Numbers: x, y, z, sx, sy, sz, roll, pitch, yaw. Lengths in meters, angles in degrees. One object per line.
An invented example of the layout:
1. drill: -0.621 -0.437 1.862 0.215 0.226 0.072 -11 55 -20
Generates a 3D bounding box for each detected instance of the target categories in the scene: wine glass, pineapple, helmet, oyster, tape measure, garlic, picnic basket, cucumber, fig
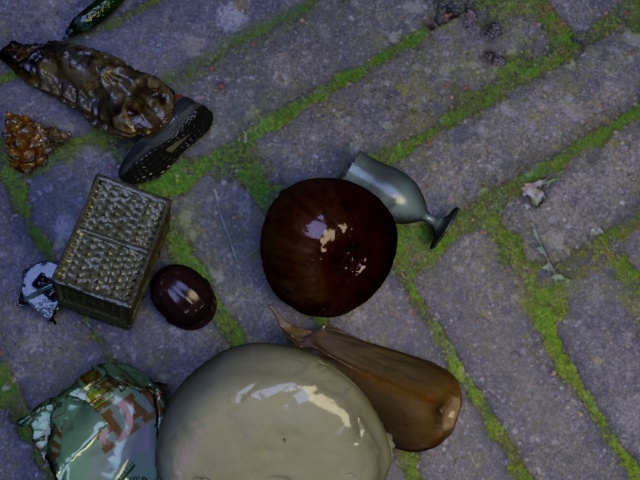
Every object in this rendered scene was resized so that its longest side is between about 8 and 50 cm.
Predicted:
1. wine glass: 0.132 -0.073 1.510 0.202 0.093 0.093 33 79 -2
2. pineapple: -0.485 -0.174 1.490 0.114 0.077 0.114 -7 115 -17
3. helmet: -0.231 0.092 1.456 0.123 0.070 0.098 41 78 3
4. oyster: -0.408 -0.271 1.482 0.345 0.078 0.128 23 84 10
5. tape measure: -0.457 0.080 1.444 0.091 0.054 0.094 28 81 -6
6. garlic: 0.076 0.209 1.413 0.339 0.196 0.151 30 69 19
7. picnic basket: -0.333 0.025 1.405 0.134 0.154 0.196 19 68 -7
8. cucumber: -0.397 -0.406 1.545 0.037 0.037 0.155 45 79 3
9. fig: 0.010 0.008 1.433 0.235 0.214 0.234 3 83 -20

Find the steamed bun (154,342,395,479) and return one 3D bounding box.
1. steamed bun: -0.078 0.296 1.324 0.334 0.233 0.311 -29 104 7

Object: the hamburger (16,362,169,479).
1. hamburger: -0.356 0.304 1.382 0.235 0.125 0.214 -4 75 -10

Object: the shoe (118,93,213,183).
1. shoe: -0.279 -0.177 1.506 0.194 0.074 0.077 -43 64 -9
